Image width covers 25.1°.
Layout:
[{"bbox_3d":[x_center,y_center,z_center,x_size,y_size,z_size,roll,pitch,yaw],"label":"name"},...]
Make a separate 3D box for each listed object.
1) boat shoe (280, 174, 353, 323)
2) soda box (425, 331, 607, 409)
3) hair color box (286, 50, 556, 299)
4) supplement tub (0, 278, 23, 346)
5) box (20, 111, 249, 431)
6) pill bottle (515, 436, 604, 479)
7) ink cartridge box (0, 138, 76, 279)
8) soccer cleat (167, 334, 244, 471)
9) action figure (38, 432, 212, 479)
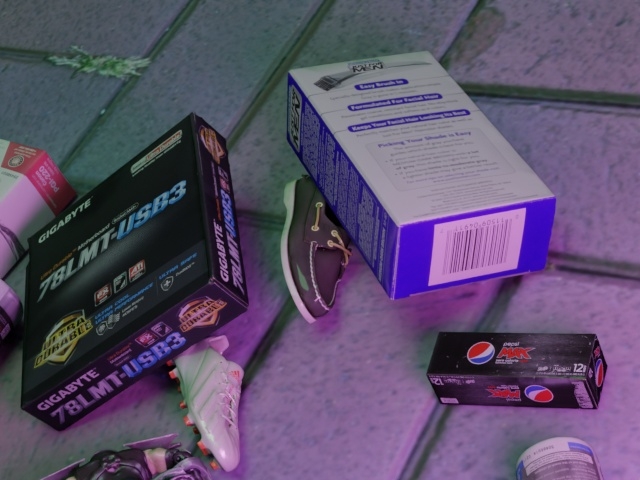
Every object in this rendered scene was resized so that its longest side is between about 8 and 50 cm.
[{"bbox_3d":[0.000,0.000,1.648,0.068,0.081,0.228,-20,39,15],"label":"boat shoe"},{"bbox_3d":[0.196,0.129,1.433,0.169,0.053,0.060,-1,47,27],"label":"soda box"},{"bbox_3d":[0.102,-0.084,1.616,0.185,0.110,0.339,-10,39,-18],"label":"hair color box"},{"bbox_3d":[-0.458,0.125,1.741,0.117,0.117,0.190,11,54,36],"label":"supplement tub"},{"bbox_3d":[-0.225,0.033,1.683,0.295,0.073,0.293,-33,41,21],"label":"box"},{"bbox_3d":[0.223,0.250,1.278,0.078,0.078,0.137,-19,42,11],"label":"pill bottle"},{"bbox_3d":[-0.461,-0.029,1.918,0.158,0.092,0.218,15,59,38],"label":"ink cartridge box"},{"bbox_3d":[-0.113,0.169,1.553,0.076,0.068,0.196,-26,38,-2],"label":"soccer cleat"},{"bbox_3d":[-0.191,0.267,1.436,0.185,0.099,0.285,-29,14,-15],"label":"action figure"}]
